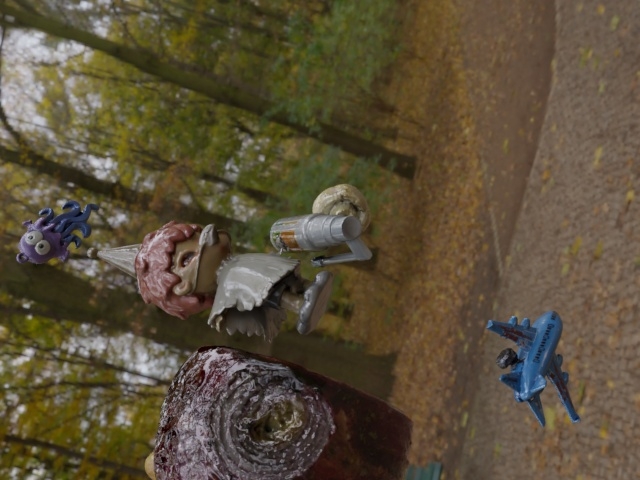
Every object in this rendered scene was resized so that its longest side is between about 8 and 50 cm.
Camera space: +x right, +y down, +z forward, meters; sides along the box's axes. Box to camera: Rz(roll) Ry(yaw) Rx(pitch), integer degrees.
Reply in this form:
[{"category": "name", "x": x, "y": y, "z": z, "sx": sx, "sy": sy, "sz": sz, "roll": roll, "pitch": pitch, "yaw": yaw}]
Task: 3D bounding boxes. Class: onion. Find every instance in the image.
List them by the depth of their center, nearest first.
[{"category": "onion", "x": -0.059, "y": 0.293, "z": 1.039, "sx": 0.282, "sy": 0.336, "sz": 0.260, "roll": 108, "pitch": -178, "yaw": -70}]

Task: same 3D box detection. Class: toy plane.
[{"category": "toy plane", "x": 0.407, "y": 0.222, "z": 1.506, "sx": 0.105, "sy": 0.254, "sz": 0.271, "roll": -38, "pitch": 8, "yaw": 33}]

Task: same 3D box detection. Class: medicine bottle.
[{"category": "medicine bottle", "x": 0.000, "y": 0.000, "z": 1.250, "sx": 0.061, "sy": 0.092, "sz": 0.220, "roll": -39, "pitch": 15, "yaw": -24}]

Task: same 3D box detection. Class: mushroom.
[{"category": "mushroom", "x": 0.053, "y": -0.069, "z": 1.971, "sx": 0.112, "sy": 0.148, "sz": 0.148, "roll": -118, "pitch": 41, "yaw": -67}]

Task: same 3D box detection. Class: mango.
[{"category": "mango", "x": -0.344, "y": 0.511, "z": 1.819, "sx": 0.190, "sy": 0.098, "sz": 0.075, "roll": -43, "pitch": 19, "yaw": 47}]

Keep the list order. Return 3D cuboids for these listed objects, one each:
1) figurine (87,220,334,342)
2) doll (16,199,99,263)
[{"category": "figurine", "x": -0.173, "y": 0.043, "z": 1.225, "sx": 0.207, "sy": 0.386, "sz": 0.166, "roll": -53, "pitch": -26, "yaw": -50}, {"category": "doll", "x": -0.519, "y": -0.019, "z": 1.570, "sx": 0.206, "sy": 0.110, "sz": 0.067, "roll": -48, "pitch": 1, "yaw": -40}]
